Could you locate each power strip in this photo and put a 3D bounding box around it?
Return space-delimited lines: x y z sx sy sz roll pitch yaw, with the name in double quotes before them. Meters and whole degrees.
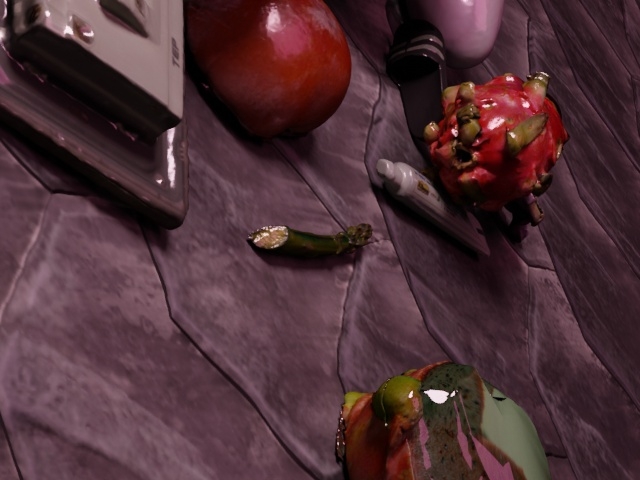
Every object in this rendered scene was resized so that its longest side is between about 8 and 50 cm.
"power strip" -0.181 -0.171 1.326 0.251 0.092 0.257 41 35 -46

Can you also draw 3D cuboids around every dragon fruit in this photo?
"dragon fruit" 0.200 -0.116 1.876 0.160 0.166 0.172 27 28 12
"dragon fruit" 0.122 0.225 1.469 0.268 0.130 0.295 31 38 -40

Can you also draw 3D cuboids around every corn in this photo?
"corn" 0.141 -0.075 1.939 0.083 0.027 0.028 -10 106 -63

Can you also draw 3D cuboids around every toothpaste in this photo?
"toothpaste" 0.131 -0.041 1.871 0.255 0.037 0.067 29 35 -55

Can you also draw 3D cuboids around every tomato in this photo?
"tomato" -0.044 -0.206 1.616 0.199 0.112 0.228 60 21 1

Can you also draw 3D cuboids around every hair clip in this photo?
"hair clip" 0.220 -0.087 2.043 0.187 0.056 0.146 52 -6 0

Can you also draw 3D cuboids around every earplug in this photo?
"earplug" 0.168 -0.358 2.159 0.172 0.172 0.301 32 44 -48

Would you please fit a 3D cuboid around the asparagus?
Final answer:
"asparagus" -0.001 0.000 1.577 0.236 0.027 0.034 -1 76 -63

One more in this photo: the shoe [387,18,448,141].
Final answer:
"shoe" 0.114 -0.205 1.979 0.049 0.071 0.179 30 43 -44
